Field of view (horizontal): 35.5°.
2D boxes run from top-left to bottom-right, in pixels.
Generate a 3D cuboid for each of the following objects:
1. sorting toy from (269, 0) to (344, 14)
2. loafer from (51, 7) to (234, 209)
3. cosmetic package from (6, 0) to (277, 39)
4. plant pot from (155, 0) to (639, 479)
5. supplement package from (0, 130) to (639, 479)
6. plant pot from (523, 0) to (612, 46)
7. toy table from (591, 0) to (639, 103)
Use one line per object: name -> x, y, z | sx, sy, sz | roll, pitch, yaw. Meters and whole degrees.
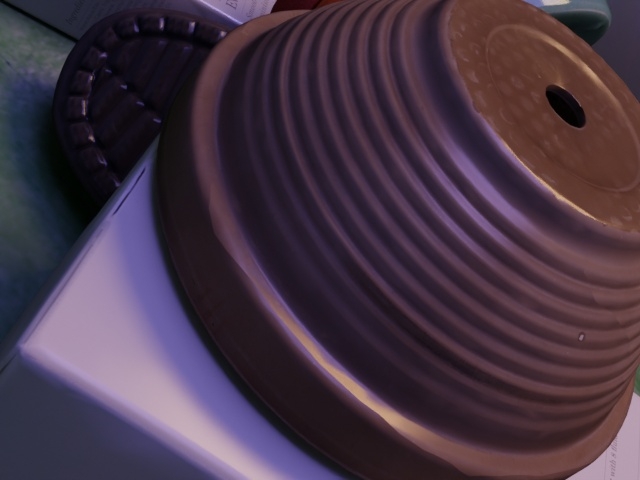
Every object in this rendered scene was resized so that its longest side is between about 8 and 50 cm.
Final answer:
sorting toy -> 0.120, -0.048, 0.665 | 0.365, 0.127, 0.126 | 33, 20, -41
loafer -> 0.000, 0.000, 0.612 | 0.366, 0.130, 0.134 | 36, 86, -3
cosmetic package -> -0.111, -0.181, 0.660 | 0.231, 0.085, 0.117 | 27, 46, -22
plant pot -> 0.063, -0.023, 0.409 | 0.237, 0.110, 0.237 | 24, 43, -25
supplement package -> -0.006, 0.105, 0.466 | 0.293, 0.175, 0.177 | 37, 43, -12
plant pot -> 0.098, -0.252, 0.764 | 0.271, 0.271, 0.255 | -7, 79, -41
toy table -> 0.327, -0.146, 0.890 | 0.161, 0.252, 0.274 | -48, 122, -34
